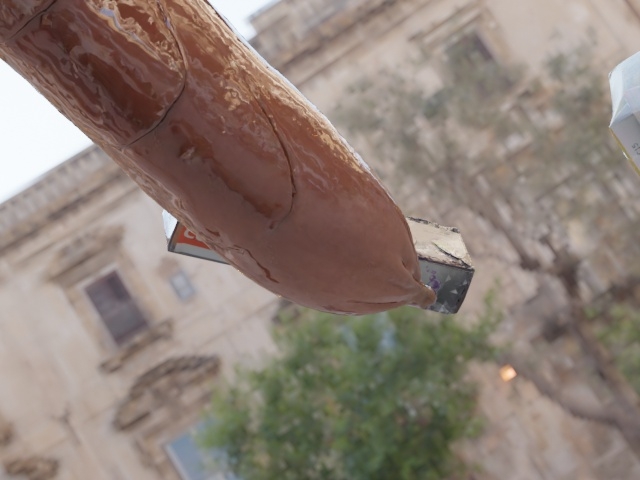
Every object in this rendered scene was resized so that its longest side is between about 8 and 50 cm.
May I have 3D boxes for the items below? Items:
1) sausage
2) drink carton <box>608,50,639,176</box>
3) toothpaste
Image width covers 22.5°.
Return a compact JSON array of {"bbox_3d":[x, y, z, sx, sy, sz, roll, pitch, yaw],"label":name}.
[{"bbox_3d":[-0.119,-0.112,0.667,0.088,0.433,0.088,-49,-2,-3],"label":"sausage"},{"bbox_3d":[0.246,-0.082,1.133,0.074,0.084,0.200,-31,12,20],"label":"drink carton"},{"bbox_3d":[0.000,0.000,1.002,0.196,0.047,0.040,13,-59,-19],"label":"toothpaste"}]
